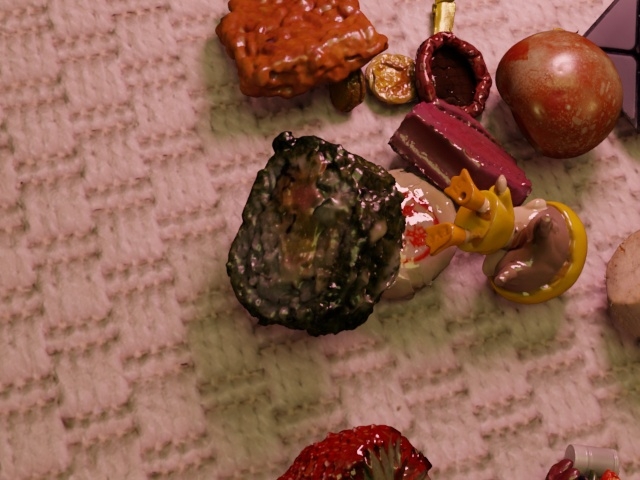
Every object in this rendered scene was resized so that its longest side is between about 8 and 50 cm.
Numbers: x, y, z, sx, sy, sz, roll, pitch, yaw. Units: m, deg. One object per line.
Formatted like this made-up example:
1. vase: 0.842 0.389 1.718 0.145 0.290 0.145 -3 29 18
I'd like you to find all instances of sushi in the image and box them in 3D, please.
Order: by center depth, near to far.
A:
1. sushi: 0.000 0.000 1.589 0.294 0.178 0.352 19 89 38

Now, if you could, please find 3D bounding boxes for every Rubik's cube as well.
1. Rubik's cube: 0.747 -0.421 1.864 0.260 0.259 0.255 -23 72 -33

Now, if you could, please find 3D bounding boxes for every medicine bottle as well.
1. medicine bottle: 0.512 0.417 1.660 0.089 0.057 0.057 8 69 -5

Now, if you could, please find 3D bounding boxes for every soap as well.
1. soap: 0.290 -0.158 1.771 0.289 0.112 0.182 42 33 5

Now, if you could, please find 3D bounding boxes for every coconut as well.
1. coconut: 0.699 0.091 1.712 0.247 0.245 0.245 20 67 -20

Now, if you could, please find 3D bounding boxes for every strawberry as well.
1. strawberry: 0.050 0.453 1.521 0.261 0.257 0.261 12 70 -34

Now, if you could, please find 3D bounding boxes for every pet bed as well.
1. pet bed: 0.282 -0.346 1.885 0.201 0.053 0.201 2 85 -27

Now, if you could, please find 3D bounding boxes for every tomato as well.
1. tomato: 0.497 -0.307 1.805 0.222 0.270 0.270 -29 75 7

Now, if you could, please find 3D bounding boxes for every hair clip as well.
1. hair clip: 0.269 -0.452 1.952 0.072 0.046 0.173 1 78 -6

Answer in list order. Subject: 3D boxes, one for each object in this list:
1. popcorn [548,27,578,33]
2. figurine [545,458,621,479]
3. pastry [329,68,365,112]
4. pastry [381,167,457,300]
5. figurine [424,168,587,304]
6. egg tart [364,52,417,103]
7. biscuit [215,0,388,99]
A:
1. popcorn: 0.549 -0.447 1.969 0.084 0.084 0.084 2 70 -6
2. figurine: 0.535 0.476 1.601 0.234 0.127 0.185 -12 89 3
3. pastry: 0.056 -0.325 1.852 0.057 0.097 0.109 -10 114 -17
4. pastry: 0.151 -0.015 1.735 0.264 0.133 0.265 4 67 -10
5. figurine: 0.357 0.002 1.674 0.343 0.215 0.187 19 27 -35
6. egg tart: 0.159 -0.346 1.897 0.130 0.052 0.131 2 70 -5
7. biscuit: -0.050 -0.431 1.831 0.318 0.111 0.312 -23 51 -6
